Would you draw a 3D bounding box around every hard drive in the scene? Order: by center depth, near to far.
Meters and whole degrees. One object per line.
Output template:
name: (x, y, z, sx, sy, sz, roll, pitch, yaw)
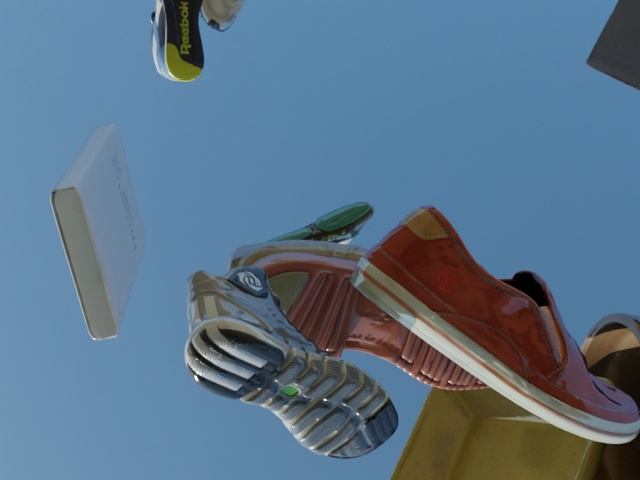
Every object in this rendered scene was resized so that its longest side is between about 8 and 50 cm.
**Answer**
hard drive: (-0.294, -0.025, 1.226, 0.040, 0.203, 0.307, -10, -158, 1)

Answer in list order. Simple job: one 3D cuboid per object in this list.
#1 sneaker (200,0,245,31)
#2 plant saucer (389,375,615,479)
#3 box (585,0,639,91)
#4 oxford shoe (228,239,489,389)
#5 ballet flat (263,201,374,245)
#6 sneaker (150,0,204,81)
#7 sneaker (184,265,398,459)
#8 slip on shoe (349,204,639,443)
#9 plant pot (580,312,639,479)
sneaker: (-0.115, -0.381, 1.265, 0.083, 0.071, 0.190, -15, -130, 48)
plant saucer: (0.223, 0.336, 1.172, 0.333, 0.081, 0.332, -10, -134, 57)
box: (0.630, -0.392, 1.444, 0.179, 0.313, 0.343, 34, -68, 26)
oxford shoe: (0.086, 0.064, 1.011, 0.140, 0.397, 0.146, -68, -156, 15)
ballet flat: (0.000, 0.000, 1.390, 0.188, 0.070, 0.070, -21, -121, -4)
sneaker: (-0.152, -0.236, 0.937, 0.053, 0.059, 0.144, 5, -91, -28)
sneaker: (-0.025, 0.088, 0.748, 0.086, 0.229, 0.132, -39, -140, 14)
slip on shoe: (0.176, 0.082, 0.782, 0.101, 0.331, 0.123, -55, -157, 2)
plant pot: (0.475, 0.235, 1.149, 0.229, 0.263, 0.263, 7, -119, -6)
